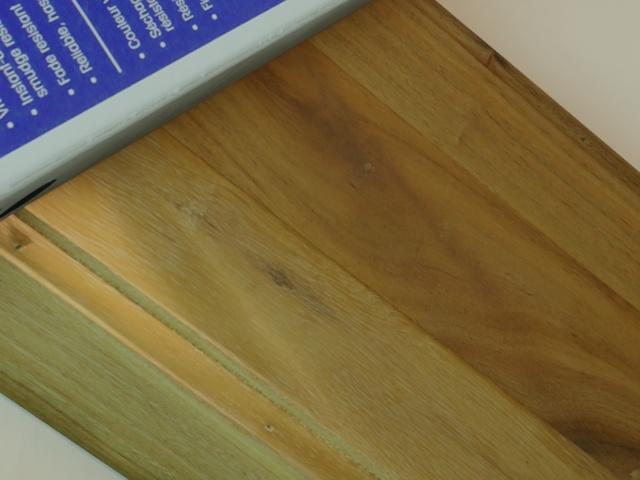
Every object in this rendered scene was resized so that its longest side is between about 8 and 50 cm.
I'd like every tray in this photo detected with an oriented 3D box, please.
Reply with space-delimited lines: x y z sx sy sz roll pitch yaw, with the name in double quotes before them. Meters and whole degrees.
"tray" 0.000 0.000 0.594 0.411 0.076 0.203 38 51 -19

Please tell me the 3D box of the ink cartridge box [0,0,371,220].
"ink cartridge box" -0.090 -0.102 0.482 0.333 0.065 0.165 -35 92 -43
